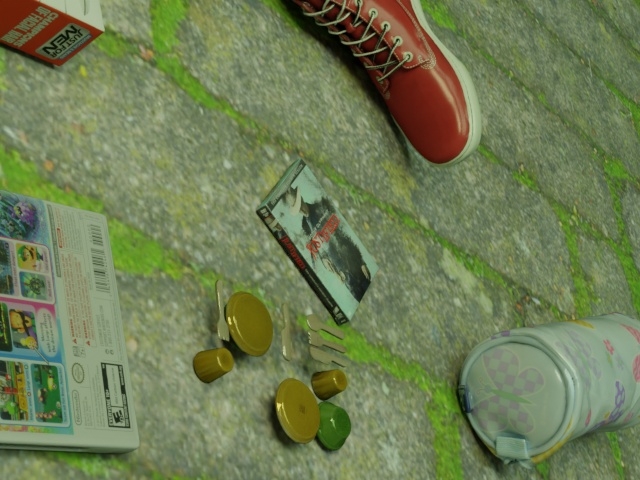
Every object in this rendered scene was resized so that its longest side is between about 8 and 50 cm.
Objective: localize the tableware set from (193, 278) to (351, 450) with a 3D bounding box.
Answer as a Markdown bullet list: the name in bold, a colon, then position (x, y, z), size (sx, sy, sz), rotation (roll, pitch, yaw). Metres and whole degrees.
- **tableware set**: position (-0.031, 0.095, 0.862), size (0.154, 0.024, 0.104), rotation (26, 51, -46)

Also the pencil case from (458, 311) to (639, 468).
- **pencil case**: position (0.241, 0.136, 1.139), size (0.273, 0.113, 0.124), rotation (-2, 80, -56)

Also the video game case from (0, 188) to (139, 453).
- **video game case**: position (-0.172, 0.044, 0.696), size (0.143, 0.019, 0.157), rotation (15, 56, -50)

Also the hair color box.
- **hair color box**: position (-0.221, -0.186, 0.762), size (0.167, 0.053, 0.093), rotation (20, 50, -47)

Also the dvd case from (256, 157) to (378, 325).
- **dvd case**: position (0.000, 0.000, 0.983), size (0.119, 0.013, 0.087), rotation (54, 33, -13)

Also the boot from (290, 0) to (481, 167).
- **boot**: position (0.048, -0.179, 1.121), size (0.176, 0.088, 0.244), rotation (4, 56, -54)
